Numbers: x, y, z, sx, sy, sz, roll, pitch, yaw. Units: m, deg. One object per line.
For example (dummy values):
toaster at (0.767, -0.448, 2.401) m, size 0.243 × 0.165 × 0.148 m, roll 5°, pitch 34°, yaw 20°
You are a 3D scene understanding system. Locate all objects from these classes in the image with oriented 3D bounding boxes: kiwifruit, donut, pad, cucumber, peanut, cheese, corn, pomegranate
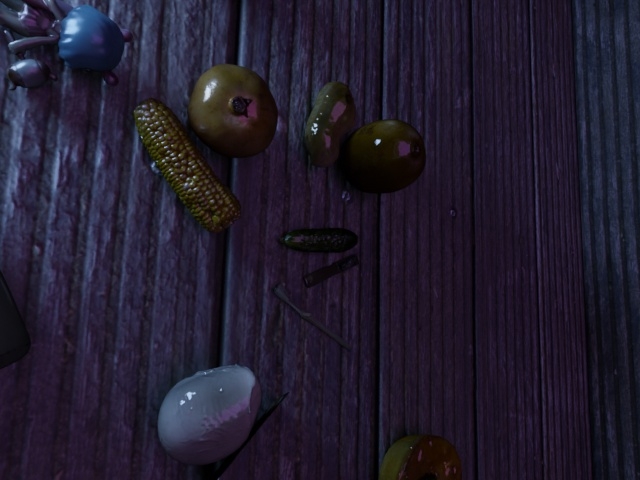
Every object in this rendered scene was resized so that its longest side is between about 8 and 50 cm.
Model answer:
kiwifruit at (0.166, -0.220, 1.066) m, size 0.195 × 0.233 × 0.196 m, roll 3°, pitch 85°, yaw -33°
donut at (0.273, 0.678, 1.140) m, size 0.277 × 0.108 × 0.278 m, roll 4°, pitch 83°, yaw -36°
pad at (-0.153, 0.407, 0.821) m, size 0.003 × 0.158 × 0.235 m, roll 42°, pitch 59°, yaw 6°
cucumber at (0.000, 0.000, 1.026) m, size 0.227 × 0.069 × 0.069 m, roll 0°, pitch 86°, yaw -34°
peanut at (0.026, -0.298, 1.044) m, size 0.120 × 0.110 × 0.237 m, roll 25°, pitch 73°, yaw -42°
cheese at (-0.207, 0.331, 0.764) m, size 0.188 × 0.198 × 0.155 m, roll -5°, pitch 54°, yaw -23°
corn at (-0.266, -0.146, 0.814) m, size 0.101 × 0.101 × 0.292 m, roll -42°, pitch 112°, yaw -32°
pomegranate at (-0.177, -0.266, 0.840) m, size 0.191 × 0.191 × 0.192 m, roll 4°, pitch 83°, yaw -37°

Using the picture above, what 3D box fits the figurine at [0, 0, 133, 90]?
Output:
figurine at (-0.470, -0.348, 0.676) m, size 0.259 × 0.102 × 0.206 m, roll 19°, pitch 73°, yaw -25°

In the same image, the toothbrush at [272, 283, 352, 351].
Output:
toothbrush at (-0.014, 0.203, 1.019) m, size 0.294 × 0.026 × 0.028 m, roll 46°, pitch 46°, yaw -24°

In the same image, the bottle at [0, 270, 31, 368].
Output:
bottle at (-0.547, 0.032, 0.546) m, size 0.168 × 0.168 × 0.348 m, roll -23°, pitch 96°, yaw -36°

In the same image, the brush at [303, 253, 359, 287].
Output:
brush at (0.037, 0.078, 1.068) m, size 0.190 × 0.027 × 0.034 m, roll -21°, pitch 96°, yaw -36°
